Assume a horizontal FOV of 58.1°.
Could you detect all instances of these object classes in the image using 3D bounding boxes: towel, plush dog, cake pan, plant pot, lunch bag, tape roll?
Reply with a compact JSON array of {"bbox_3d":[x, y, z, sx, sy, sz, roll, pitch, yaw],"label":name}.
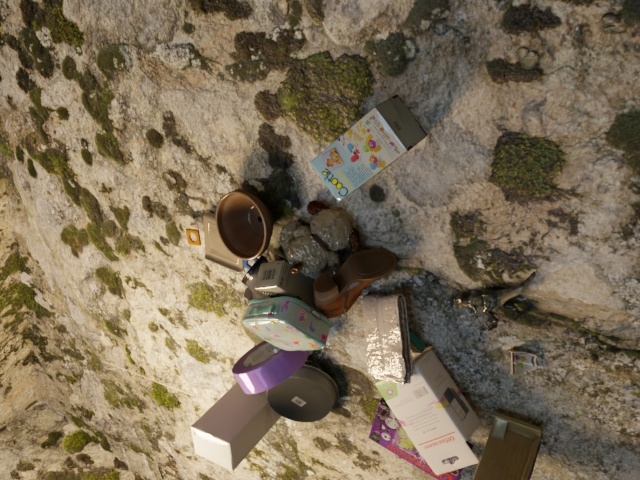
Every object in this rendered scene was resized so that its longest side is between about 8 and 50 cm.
[{"bbox_3d":[0.206,0.308,1.829,0.187,0.049,0.283,-8,87,54],"label":"towel"},{"bbox_3d":[0.000,0.000,1.813,0.262,0.210,0.225,41,104,6],"label":"plush dog"},{"bbox_3d":[-0.077,0.590,2.193,0.292,0.054,0.293,5,125,7],"label":"cake pan"},{"bbox_3d":[-0.237,-0.061,1.960,0.237,0.109,0.238,14,114,35],"label":"plant pot"},{"bbox_3d":[-0.112,0.266,1.878,0.224,0.108,0.279,40,147,-29],"label":"lunch bag"},{"bbox_3d":[-0.184,0.442,2.107,0.274,0.274,0.090,-21,101,40],"label":"tape roll"}]

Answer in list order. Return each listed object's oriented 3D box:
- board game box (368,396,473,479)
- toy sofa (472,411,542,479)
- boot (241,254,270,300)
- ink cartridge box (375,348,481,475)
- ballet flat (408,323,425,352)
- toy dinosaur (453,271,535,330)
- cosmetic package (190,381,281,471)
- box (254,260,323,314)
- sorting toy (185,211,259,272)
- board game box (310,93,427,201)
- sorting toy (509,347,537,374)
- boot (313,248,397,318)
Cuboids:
[{"bbox_3d":[0.348,0.715,2.048,0.346,0.056,0.208,25,131,21],"label":"board game box"},{"bbox_3d":[0.536,0.715,1.705,0.150,0.362,0.177,12,132,29],"label":"toy sofa"},{"bbox_3d":[-0.154,0.188,2.013,0.222,0.118,0.338,37,162,10],"label":"boot"},{"bbox_3d":[0.365,0.556,1.865,0.207,0.119,0.354,-40,80,42],"label":"ink cartridge box"},{"bbox_3d":[0.271,0.300,1.863,0.168,0.057,0.052,52,141,-1],"label":"ballet flat"},{"bbox_3d":[0.501,0.183,1.637,0.268,0.064,0.118,-24,94,37],"label":"toy dinosaur"},{"bbox_3d":[-0.316,0.704,2.284,0.196,0.365,0.155,14,122,29],"label":"cosmetic package"},{"bbox_3d":[-0.081,0.166,1.905,0.113,0.094,0.275,-10,147,40],"label":"box"},{"bbox_3d":[-0.353,0.003,2.133,0.347,0.047,0.196,20,120,24],"label":"sorting toy"},{"bbox_3d":[0.129,-0.252,1.591,0.275,0.142,0.144,-34,93,41],"label":"board game box"},{"bbox_3d":[0.593,0.350,1.679,0.075,0.045,0.083,2,116,25],"label":"sorting toy"},{"bbox_3d":[0.113,0.149,1.833,0.109,0.283,0.220,57,170,30],"label":"boot"}]
